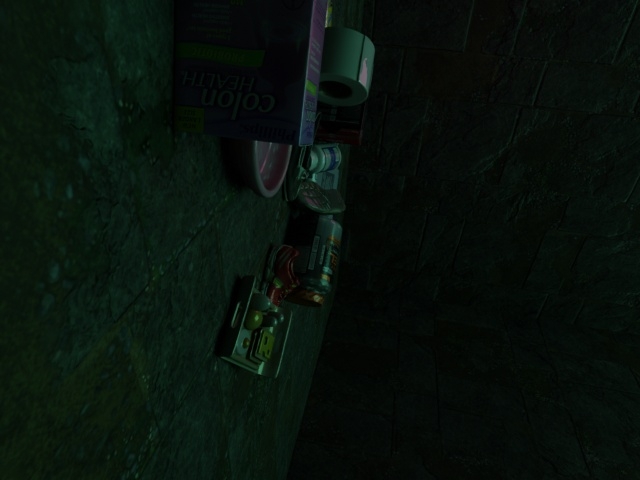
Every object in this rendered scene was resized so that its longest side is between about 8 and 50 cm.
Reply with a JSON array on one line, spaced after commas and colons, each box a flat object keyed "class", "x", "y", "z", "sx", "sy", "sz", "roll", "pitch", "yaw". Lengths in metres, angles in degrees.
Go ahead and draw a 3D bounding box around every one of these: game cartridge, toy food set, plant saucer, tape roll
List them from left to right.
[{"class": "plant saucer", "x": -0.139, "y": -0.271, "z": 1.001, "sx": 0.332, "sy": 0.084, "sz": 0.331, "roll": 8, "pitch": 90, "yaw": -81}, {"class": "toy food set", "x": -0.164, "y": 0.255, "z": 1.185, "sx": 0.306, "sy": 0.093, "sz": 0.219, "roll": 58, "pitch": 40, "yaw": -57}, {"class": "game cartridge", "x": -0.001, "y": -0.215, "z": 1.886, "sx": 0.198, "sy": 0.062, "sz": 0.296, "roll": 8, "pitch": 91, "yaw": -52}, {"class": "tape roll", "x": 0.061, "y": -0.610, "z": 1.479, "sx": 0.246, "sy": 0.247, "sz": 0.168, "roll": 49, "pitch": 50, "yaw": -80}]

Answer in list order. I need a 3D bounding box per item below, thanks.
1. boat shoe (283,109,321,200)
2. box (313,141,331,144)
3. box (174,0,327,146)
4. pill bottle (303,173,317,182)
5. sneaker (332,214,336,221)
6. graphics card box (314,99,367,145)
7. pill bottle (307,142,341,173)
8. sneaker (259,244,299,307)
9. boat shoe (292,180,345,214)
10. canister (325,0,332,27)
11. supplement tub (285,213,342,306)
[{"class": "boat shoe", "x": -0.064, "y": -0.298, "z": 1.455, "sx": 0.112, "sy": 0.096, "sz": 0.334, "roll": -42, "pitch": 140, "yaw": -78}, {"class": "box", "x": 0.018, "y": -0.475, "z": 1.924, "sx": 0.147, "sy": 0.078, "sz": 0.180, "roll": 89, "pitch": 12, "yaw": -53}, {"class": "box", "x": -0.113, "y": -0.290, "z": 0.683, "sx": 0.117, "sy": 0.214, "sz": 0.242, "roll": -57, "pitch": 155, "yaw": -72}, {"class": "pill bottle", "x": -0.046, "y": -0.273, "z": 1.721, "sx": 0.067, "sy": 0.067, "sz": 0.120, "roll": 11, "pitch": 88, "yaw": -82}, {"class": "sneaker", "x": 0.026, "y": -0.038, "z": 2.018, "sx": 0.082, "sy": 0.069, "sz": 0.209, "roll": -33, "pitch": -138, "yaw": 52}, {"class": "graphics card box", "x": 0.073, "y": -0.570, "z": 1.646, "sx": 0.094, "sy": 0.233, "sz": 0.369, "roll": 53, "pitch": 46, "yaw": -78}, {"class": "pill bottle", "x": -0.013, "y": -0.316, "z": 1.604, "sx": 0.187, "sy": 0.112, "sz": 0.111, "roll": -22, "pitch": 124, "yaw": -52}, {"class": "sneaker", "x": -0.131, "y": 0.151, "z": 1.389, "sx": 0.107, "sy": 0.119, "sz": 0.278, "roll": 44, "pitch": 55, "yaw": -80}, {"class": "boat shoe", "x": -0.026, "y": -0.145, "z": 1.690, "sx": 0.356, "sy": 0.130, "sz": 0.132, "roll": 7, "pitch": 60, "yaw": -59}, {"class": "canister", "x": 0.003, "y": -0.813, "z": 1.467, "sx": 0.126, "sy": 0.074, "sz": 0.169, "roll": -69, "pitch": 164, "yaw": -58}, {"class": "supplement tub", "x": -0.039, "y": 0.082, "z": 1.653, "sx": 0.207, "sy": 0.208, "sz": 0.337, "roll": 77, "pitch": 23, "yaw": -70}]
